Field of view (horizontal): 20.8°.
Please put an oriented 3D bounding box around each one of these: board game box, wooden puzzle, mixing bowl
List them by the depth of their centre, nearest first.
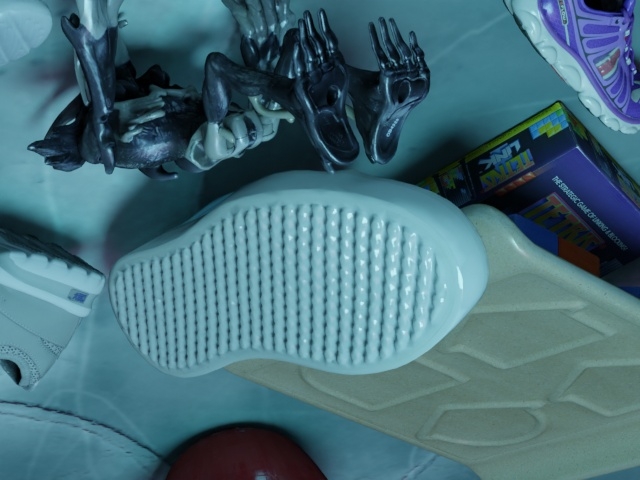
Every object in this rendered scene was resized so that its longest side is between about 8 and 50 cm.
[{"bbox_3d":[0.166,-0.017,1.327,0.141,0.048,0.170,-29,142,20],"label":"board game box"},{"bbox_3d":[0.138,0.082,1.355,0.348,0.080,0.322,30,144,-33],"label":"wooden puzzle"},{"bbox_3d":[-0.068,0.227,1.521,0.181,0.098,0.181,-9,144,-7],"label":"mixing bowl"}]

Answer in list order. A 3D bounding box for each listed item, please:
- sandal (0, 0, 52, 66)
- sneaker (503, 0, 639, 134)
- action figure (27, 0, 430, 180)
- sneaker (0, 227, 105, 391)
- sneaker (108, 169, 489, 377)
[{"bbox_3d":[-0.273,-0.117,1.010,0.265,0.076,0.102,-16,167,21],"label":"sandal"},{"bbox_3d":[0.191,-0.132,1.171,0.071,0.068,0.170,-35,139,16],"label":"sneaker"},{"bbox_3d":[-0.070,-0.104,1.051,0.276,0.141,0.164,3,-169,42],"label":"action figure"},{"bbox_3d":[-0.274,0.037,1.156,0.281,0.105,0.115,18,94,-37],"label":"sneaker"},{"bbox_3d":[0.000,0.000,1.146,0.150,0.135,0.366,-36,-163,-33],"label":"sneaker"}]
